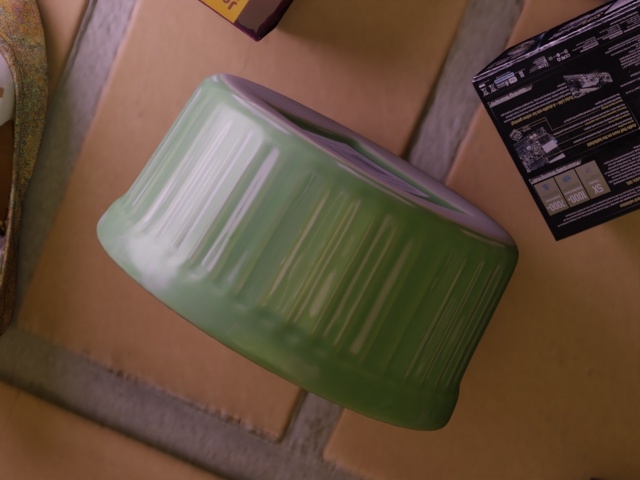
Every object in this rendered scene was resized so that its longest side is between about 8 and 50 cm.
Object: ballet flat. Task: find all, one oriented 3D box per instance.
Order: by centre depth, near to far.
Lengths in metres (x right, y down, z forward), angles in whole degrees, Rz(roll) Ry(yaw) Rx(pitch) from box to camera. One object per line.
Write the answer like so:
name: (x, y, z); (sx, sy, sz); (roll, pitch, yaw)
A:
ballet flat: (-0.289, -0.065, 1.479); (0.123, 0.123, 0.349); (8, 104, 5)

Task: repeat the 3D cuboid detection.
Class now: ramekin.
ramekin: (0.000, 0.000, 1.370); (0.303, 0.303, 0.148); (29, 98, -1)

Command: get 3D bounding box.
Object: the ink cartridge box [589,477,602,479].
ink cartridge box: (0.237, 0.319, 1.491); (0.086, 0.148, 0.203); (12, 106, 2)

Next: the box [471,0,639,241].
box: (0.232, -0.104, 1.394); (0.180, 0.077, 0.147); (-24, 100, 34)

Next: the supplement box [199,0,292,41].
supplement box: (-0.033, -0.261, 1.415); (0.104, 0.081, 0.188); (35, 106, -2)
